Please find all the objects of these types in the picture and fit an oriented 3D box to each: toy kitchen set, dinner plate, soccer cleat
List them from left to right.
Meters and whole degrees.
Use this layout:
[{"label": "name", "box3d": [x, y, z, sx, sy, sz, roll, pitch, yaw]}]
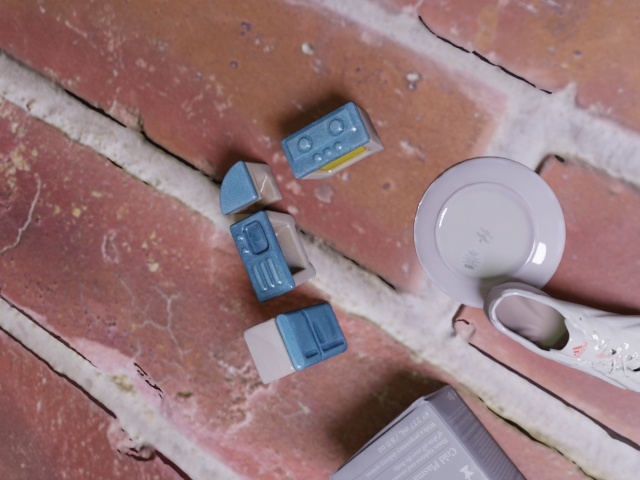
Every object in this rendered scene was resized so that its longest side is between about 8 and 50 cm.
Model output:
[{"label": "toy kitchen set", "box3d": [0.000, 0.000, 0.802, 0.166, 0.122, 0.207, -26, 83, 21]}, {"label": "dinner plate", "box3d": [0.153, -0.007, 0.798, 0.141, 0.017, 0.141, 1, 94, 23]}, {"label": "soccer cleat", "box3d": [0.232, 0.086, 0.731, 0.196, 0.076, 0.068, 18, 99, 15]}]

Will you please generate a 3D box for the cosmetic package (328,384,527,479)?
[{"label": "cosmetic package", "box3d": [0.135, 0.262, 0.769, 0.127, 0.107, 0.238, -44, 73, 15]}]
